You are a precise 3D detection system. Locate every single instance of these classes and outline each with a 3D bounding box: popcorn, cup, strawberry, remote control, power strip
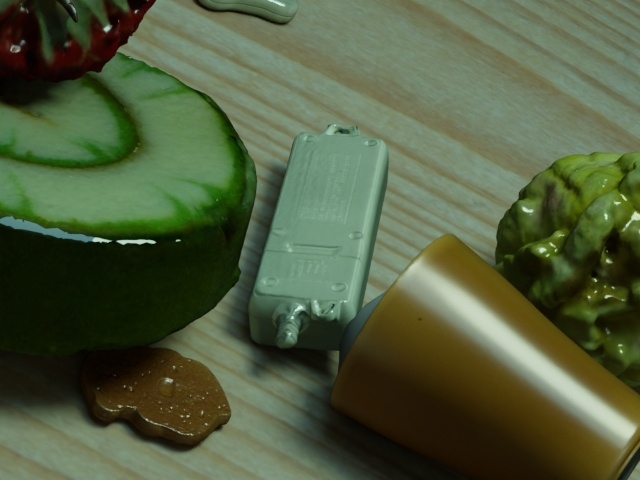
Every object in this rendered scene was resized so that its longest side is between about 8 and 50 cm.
[{"bbox_3d":[0.273,0.028,1.760,0.212,0.259,0.259,-31,59,-10],"label":"popcorn"},{"bbox_3d":[0.150,0.131,1.592,0.264,0.182,0.226,35,-2,15],"label":"cup"},{"bbox_3d":[-0.252,-0.271,1.554,0.261,0.261,0.257,4,9,-32],"label":"strawberry"},{"bbox_3d":[-0.085,-0.280,2.066,0.122,0.032,0.074,7,41,-28],"label":"remote control"},{"bbox_3d":[0.000,0.000,1.726,0.098,0.058,0.338,5,35,6],"label":"power strip"}]

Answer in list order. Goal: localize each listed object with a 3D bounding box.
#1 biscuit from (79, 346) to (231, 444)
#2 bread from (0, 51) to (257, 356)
[{"bbox_3d":[-0.136,0.126,1.530,0.130,0.019,0.102,15,37,-19],"label":"biscuit"},{"bbox_3d":[-0.243,-0.047,1.544,0.382,0.129,0.366,-3,34,-34],"label":"bread"}]
